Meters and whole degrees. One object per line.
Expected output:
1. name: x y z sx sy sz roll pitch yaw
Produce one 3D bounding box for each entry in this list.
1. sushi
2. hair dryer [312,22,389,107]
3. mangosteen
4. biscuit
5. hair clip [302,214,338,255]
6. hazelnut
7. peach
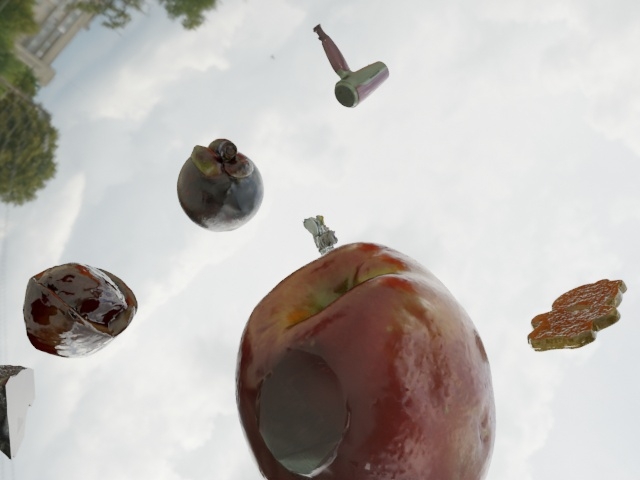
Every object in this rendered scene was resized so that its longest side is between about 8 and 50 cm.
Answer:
1. sushi: -0.600 0.278 1.218 0.172 0.150 0.153 -114 -153 -70
2. hair dryer: 0.042 -0.317 1.218 0.106 0.154 0.054 -44 -172 -29
3. mangosteen: -0.245 -0.148 1.742 0.265 0.228 0.228 111 -12 -46
4. biscuit: 0.464 0.135 1.251 0.166 0.036 0.225 -17 -166 44
5. hair clip: 0.001 0.000 1.569 0.049 0.116 0.172 -18 -177 -9
6. hazelnut: -0.408 0.107 1.173 0.160 0.170 0.201 -37 -165 30
7. peach: 0.051 0.207 0.913 0.335 0.310 0.406 -4 -87 27
